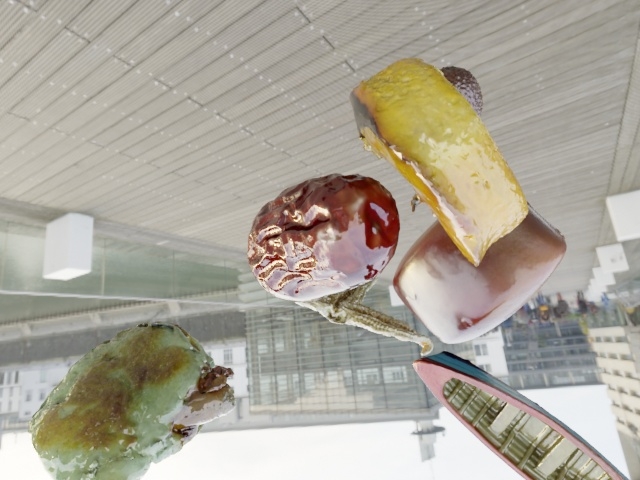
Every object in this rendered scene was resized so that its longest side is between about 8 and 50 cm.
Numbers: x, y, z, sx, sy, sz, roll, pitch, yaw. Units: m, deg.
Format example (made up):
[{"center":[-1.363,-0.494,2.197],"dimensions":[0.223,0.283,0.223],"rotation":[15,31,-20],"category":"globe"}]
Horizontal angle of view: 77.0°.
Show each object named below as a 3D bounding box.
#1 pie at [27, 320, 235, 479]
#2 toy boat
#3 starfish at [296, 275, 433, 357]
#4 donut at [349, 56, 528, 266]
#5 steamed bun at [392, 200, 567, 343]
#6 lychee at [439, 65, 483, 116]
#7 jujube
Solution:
[{"center":[-0.299,0.245,0.639],"dimensions":[0.274,0.257,0.105],"rotation":[-31,142,-33],"category":"pie"},{"center":[0.335,0.314,0.671],"dimensions":[0.079,0.392,0.136],"rotation":[-21,137,-45],"category":"toy boat"},{"center":[0.074,0.148,1.095],"dimensions":[0.432,0.082,0.324],"rotation":[16,-157,-10],"category":"starfish"},{"center":[0.129,-0.090,0.465],"dimensions":[0.118,0.253,0.253],"rotation":[-33,156,19],"category":"donut"},{"center":[0.300,0.076,0.854],"dimensions":[0.248,0.235,0.379],"rotation":[-31,160,-24],"category":"steamed bun"},{"center":[0.375,-0.405,1.163],"dimensions":[0.194,0.194,0.194],"rotation":[-6,165,-2],"category":"lychee"},{"center":[0.000,0.000,0.507],"dimensions":[0.155,0.155,0.230],"rotation":[4,170,-34],"category":"jujube"}]
